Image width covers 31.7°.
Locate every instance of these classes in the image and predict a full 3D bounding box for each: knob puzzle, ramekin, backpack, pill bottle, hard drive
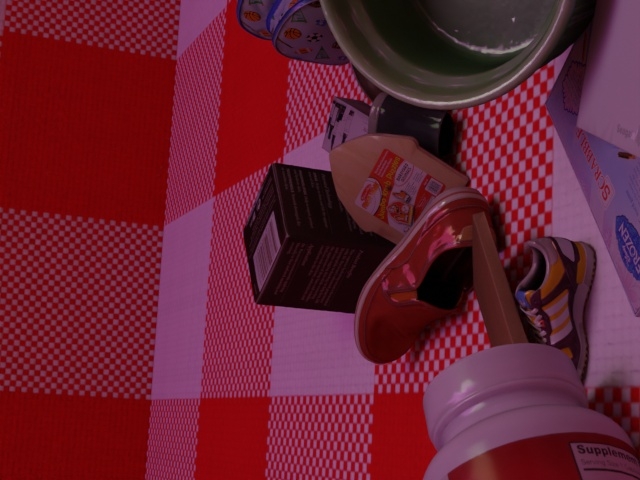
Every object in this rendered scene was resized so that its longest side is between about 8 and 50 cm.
[{"bbox_3d":[0.101,-0.086,1.660,0.030,0.213,0.213,-54,-5,-46],"label":"knob puzzle"},{"bbox_3d":[0.156,-0.299,1.189,0.303,0.148,0.303,13,112,33],"label":"ramekin"},{"bbox_3d":[-0.019,-0.429,1.920,0.276,0.263,0.213,125,145,-49],"label":"backpack"},{"bbox_3d":[0.229,0.314,1.114,0.229,0.229,0.408,118,150,-43],"label":"pill bottle"},{"bbox_3d":[0.310,-0.238,1.035,0.203,0.040,0.308,-118,33,-72],"label":"hard drive"}]

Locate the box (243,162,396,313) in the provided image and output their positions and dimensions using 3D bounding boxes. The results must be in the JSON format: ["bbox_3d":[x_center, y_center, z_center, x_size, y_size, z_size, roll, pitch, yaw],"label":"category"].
[{"bbox_3d":[0.000,0.000,1.824,0.167,0.203,0.168,-104,29,-42],"label":"box"}]

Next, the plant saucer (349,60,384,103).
[{"bbox_3d":[0.141,-0.344,1.699,0.310,0.050,0.311,12,105,55],"label":"plant saucer"}]

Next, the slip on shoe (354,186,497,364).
[{"bbox_3d":[0.142,0.071,1.573,0.331,0.123,0.101,-58,36,38],"label":"slip on shoe"}]

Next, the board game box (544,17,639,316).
[{"bbox_3d":[0.349,-0.144,1.116,0.318,0.065,0.319,108,157,-47],"label":"board game box"}]

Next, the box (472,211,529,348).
[{"bbox_3d":[0.220,0.091,1.390,0.164,0.021,0.201,79,180,-52],"label":"box"}]

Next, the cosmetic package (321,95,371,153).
[{"bbox_3d":[0.073,-0.168,1.885,0.239,0.060,0.099,-137,56,-64],"label":"cosmetic package"}]

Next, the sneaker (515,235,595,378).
[{"bbox_3d":[0.260,0.088,1.301,0.069,0.083,0.186,176,100,-68],"label":"sneaker"}]

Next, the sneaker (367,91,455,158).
[{"bbox_3d":[0.135,-0.109,1.689,0.083,0.118,0.222,-48,-33,-38],"label":"sneaker"}]
